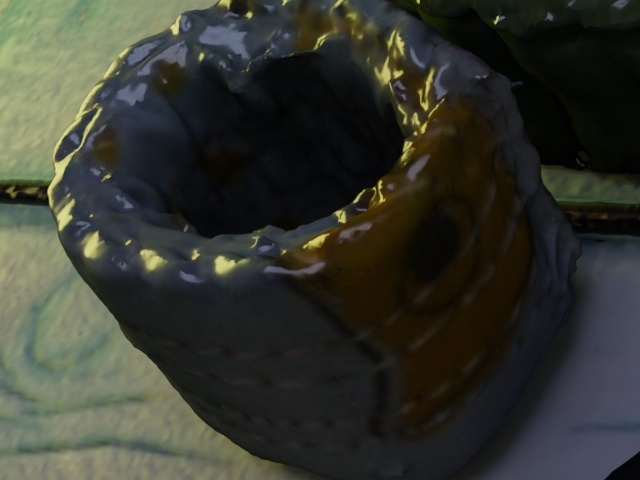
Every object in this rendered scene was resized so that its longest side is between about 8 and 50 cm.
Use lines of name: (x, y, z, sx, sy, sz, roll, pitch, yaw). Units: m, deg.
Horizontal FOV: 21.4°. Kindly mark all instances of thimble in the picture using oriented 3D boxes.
thimble: (-0.001, -0.002, 0.551, 0.151, 0.118, 0.127, 17, 63, 41)

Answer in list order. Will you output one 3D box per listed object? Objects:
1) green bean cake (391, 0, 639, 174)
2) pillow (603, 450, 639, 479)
green bean cake: (0.135, -0.131, 0.587, 0.222, 0.125, 0.227, 9, 63, 37)
pillow: (0.142, 0.080, 0.445, 0.090, 0.048, 0.150, -32, 39, -10)
